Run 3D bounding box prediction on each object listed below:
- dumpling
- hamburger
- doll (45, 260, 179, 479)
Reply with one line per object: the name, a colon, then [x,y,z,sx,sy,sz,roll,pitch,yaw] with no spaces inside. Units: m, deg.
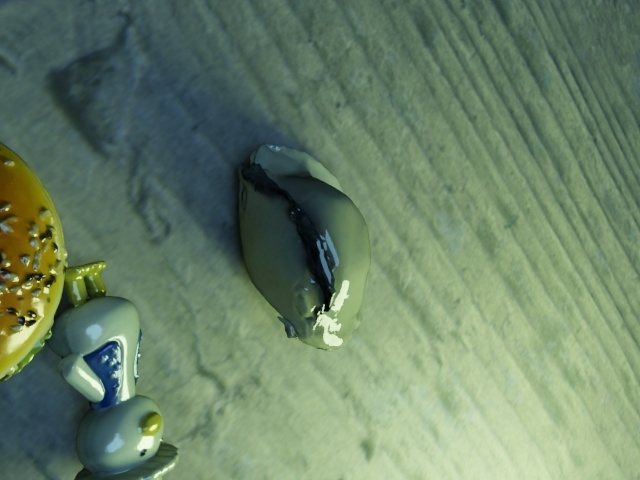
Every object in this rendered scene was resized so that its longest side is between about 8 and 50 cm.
dumpling: [0.002,-0.002,0.794,0.204,0.163,0.293,-15,84,-26]
hamburger: [-0.388,0.027,0.552,0.300,0.176,0.300,2,86,-29]
doll: [-0.236,0.169,0.670,0.119,0.138,0.293,-10,91,10]
